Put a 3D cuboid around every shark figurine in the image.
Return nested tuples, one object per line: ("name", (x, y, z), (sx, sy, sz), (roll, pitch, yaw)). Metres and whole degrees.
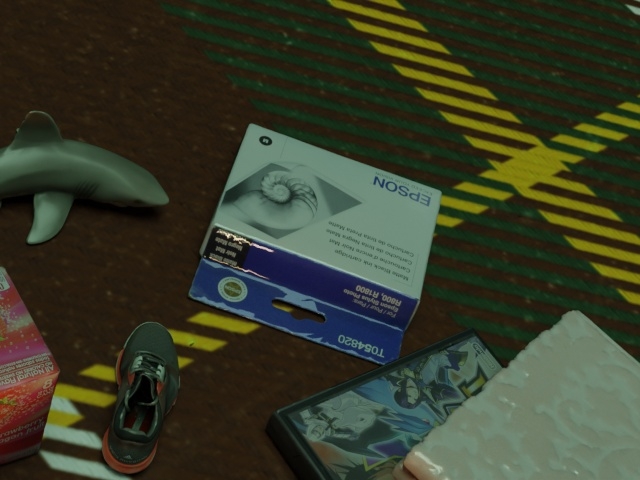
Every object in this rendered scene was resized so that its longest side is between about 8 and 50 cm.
("shark figurine", (-0.292, -0.065, 1.444), (0.278, 0.116, 0.166), (-25, 61, -38))

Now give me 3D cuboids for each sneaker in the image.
("sneaker", (-0.152, 0.129, 1.357), (0.061, 0.065, 0.158), (13, 48, -10))

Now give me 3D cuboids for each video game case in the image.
("video game case", (0.125, 0.226, 1.398), (0.248, 0.035, 0.275), (-20, 60, -33))

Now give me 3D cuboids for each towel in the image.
("towel", (0.264, 0.235, 1.378), (0.317, 0.053, 0.332), (42, 40, 15))

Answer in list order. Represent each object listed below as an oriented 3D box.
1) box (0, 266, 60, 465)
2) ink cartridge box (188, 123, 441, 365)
("box", (-0.356, 0.131, 1.235), (0.257, 0.128, 0.123), (-16, 58, -32))
("ink cartridge box", (0.000, 0.000, 1.540), (0.223, 0.045, 0.224), (19, 47, -4))
